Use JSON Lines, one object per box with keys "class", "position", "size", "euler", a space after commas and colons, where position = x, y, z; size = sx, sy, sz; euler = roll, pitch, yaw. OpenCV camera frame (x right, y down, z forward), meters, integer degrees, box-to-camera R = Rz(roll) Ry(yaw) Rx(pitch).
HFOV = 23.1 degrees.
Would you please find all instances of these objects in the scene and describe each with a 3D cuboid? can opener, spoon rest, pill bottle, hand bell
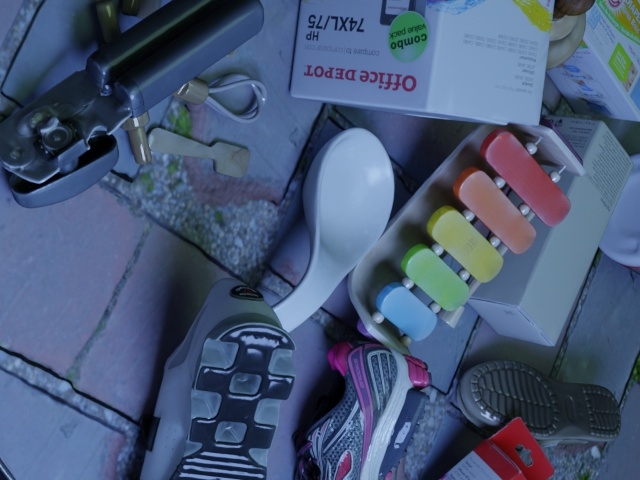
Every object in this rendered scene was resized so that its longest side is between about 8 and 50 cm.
{"class": "can opener", "position": [-0.173, -0.134, 1.423], "size": [0.283, 0.076, 0.095], "euler": [-38, 154, -22]}
{"class": "spoon rest", "position": [0.000, 0.000, 1.659], "size": [0.276, 0.084, 0.137], "euler": [-55, 133, -24]}
{"class": "pill bottle", "position": [0.506, -0.008, 2.160], "size": [0.283, 0.161, 0.161], "euler": [23, 81, -48]}
{"class": "hand bell", "position": [0.266, -0.260, 1.727], "size": [0.126, 0.242, 0.126], "euler": [0, 91, -6]}

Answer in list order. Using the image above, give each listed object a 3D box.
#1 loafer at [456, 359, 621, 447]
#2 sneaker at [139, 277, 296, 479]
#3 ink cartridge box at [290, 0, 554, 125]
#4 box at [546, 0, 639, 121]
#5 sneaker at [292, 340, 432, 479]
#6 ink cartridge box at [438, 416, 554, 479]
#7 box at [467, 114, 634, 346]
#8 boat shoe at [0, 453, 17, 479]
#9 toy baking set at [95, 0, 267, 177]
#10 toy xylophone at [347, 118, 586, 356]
{"class": "loafer", "position": [0.269, 0.222, 2.000], "size": [0.268, 0.092, 0.102], "euler": [17, 58, -34]}
{"class": "sneaker", "position": [-0.113, 0.189, 1.554], "size": [0.122, 0.146, 0.330], "euler": [14, 113, -22]}
{"class": "ink cartridge box", "position": [0.115, -0.266, 1.642], "size": [0.197, 0.198, 0.270], "euler": [2, 97, -48]}
{"class": "box", "position": [0.344, -0.256, 1.969], "size": [0.203, 0.103, 0.114], "euler": [44, 67, -44]}
{"class": "sneaker", "position": [0.016, 0.255, 1.726], "size": [0.112, 0.121, 0.299], "euler": [21, 87, -16]}
{"class": "ink cartridge box", "position": [0.196, 0.338, 1.892], "size": [0.231, 0.078, 0.134], "euler": [-40, 130, -5]}
{"class": "box", "position": [0.289, -0.015, 1.968], "size": [0.113, 0.094, 0.275], "euler": [45, 66, -43]}
{"class": "boat shoe", "position": [-0.336, 0.155, 1.308], "size": [0.112, 0.095, 0.335], "euler": [-51, 132, -28]}
{"class": "toy baking set", "position": [-0.128, -0.162, 1.520], "size": [0.196, 0.030, 0.256], "euler": [-28, 118, -41]}
{"class": "toy xylophone", "position": [0.172, 0.000, 1.787], "size": [0.323, 0.081, 0.236], "euler": [-53, 140, 8]}
